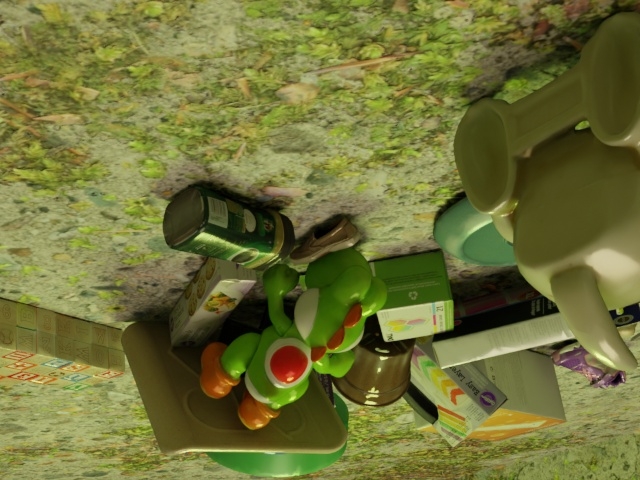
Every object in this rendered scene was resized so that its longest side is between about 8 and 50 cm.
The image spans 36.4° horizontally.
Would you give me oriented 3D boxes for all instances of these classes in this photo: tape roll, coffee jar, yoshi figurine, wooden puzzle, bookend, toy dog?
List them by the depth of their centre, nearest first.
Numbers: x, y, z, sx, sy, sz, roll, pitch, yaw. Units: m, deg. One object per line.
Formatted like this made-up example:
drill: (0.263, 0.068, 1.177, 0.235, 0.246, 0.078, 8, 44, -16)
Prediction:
toy dog: (0.421, -0.023, 1.167, 0.408, 0.395, 0.284, 20, 136, -33)
coffee jar: (-0.126, -0.014, 1.382, 0.096, 0.079, 0.184, -29, 148, 35)
yoshi figurine: (-0.028, 0.139, 1.597, 0.362, 0.203, 0.203, -41, 153, 29)
bookend: (-0.111, 0.167, 1.758, 0.156, 0.157, 0.072, 21, 152, -4)
wooden puzzle: (-0.165, 0.279, 1.765, 0.348, 0.322, 0.080, 4, 123, -31)
tape roll: (-0.100, 0.393, 2.098, 0.321, 0.077, 0.321, 3, -162, -1)

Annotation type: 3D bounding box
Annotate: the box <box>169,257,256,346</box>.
box: (-0.188, 0.100, 1.645, 0.063, 0.067, 0.324, 3, 156, -22)

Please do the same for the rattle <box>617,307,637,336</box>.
rattle: (0.521, 0.113, 1.904, 0.199, 0.130, 0.143, 12, 153, 23)

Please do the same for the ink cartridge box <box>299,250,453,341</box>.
ink cartridge box: (0.102, 0.112, 1.728, 0.255, 0.097, 0.189, -10, 157, 4)

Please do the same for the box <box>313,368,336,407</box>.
box: (-0.087, 0.289, 2.007, 0.207, 0.153, 0.108, -2, 156, -15)

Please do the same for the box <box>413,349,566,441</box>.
box: (0.394, 0.359, 2.303, 0.215, 0.168, 0.345, -25, 152, 34)

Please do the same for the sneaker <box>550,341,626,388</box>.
sneaker: (0.656, 0.303, 2.340, 0.236, 0.104, 0.095, 10, 153, -33)

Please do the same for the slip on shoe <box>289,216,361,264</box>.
slip on shoe: (0.000, 0.000, 1.509, 0.135, 0.051, 0.041, -18, 116, 41)

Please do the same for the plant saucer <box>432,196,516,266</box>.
plant saucer: (0.338, -0.025, 1.540, 0.317, 0.044, 0.317, -9, 159, -3)

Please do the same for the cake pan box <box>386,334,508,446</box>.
cake pan box: (0.245, 0.298, 2.039, 0.070, 0.246, 0.267, -39, 168, -24)

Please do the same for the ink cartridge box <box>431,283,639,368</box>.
ink cartridge box: (0.396, 0.137, 1.803, 0.371, 0.069, 0.176, -14, -164, 17)

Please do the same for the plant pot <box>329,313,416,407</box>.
plant pot: (0.109, 0.212, 1.885, 0.167, 0.167, 0.165, -3, 143, -11)

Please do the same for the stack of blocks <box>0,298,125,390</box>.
stack of blocks: (-0.514, 0.196, 1.735, 0.171, 0.087, 0.297, -21, 154, 29)
